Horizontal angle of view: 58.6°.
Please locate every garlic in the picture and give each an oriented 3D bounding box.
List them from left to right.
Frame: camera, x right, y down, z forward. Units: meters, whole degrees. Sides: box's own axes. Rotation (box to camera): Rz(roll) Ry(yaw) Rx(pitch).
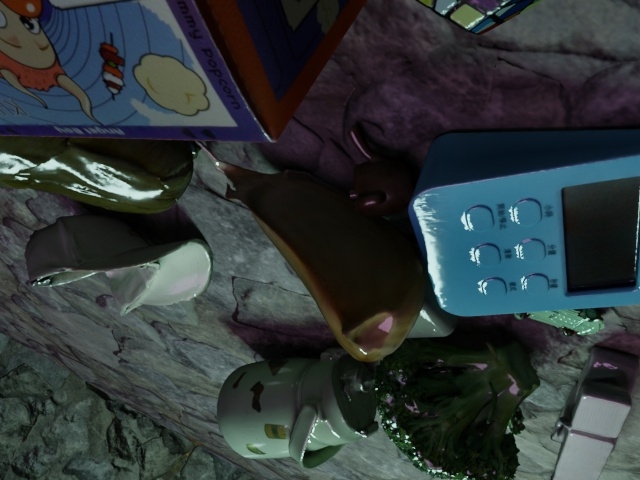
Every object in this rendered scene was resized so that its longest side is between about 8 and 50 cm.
[{"bbox_3d":[0.001,-0.005,0.704,0.338,0.151,0.196,51,-166,28],"label":"garlic"}]

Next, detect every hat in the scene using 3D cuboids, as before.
[{"bbox_3d":[-0.349,0.019,1.033,0.301,0.168,0.258,-11,159,12],"label":"hat"}]

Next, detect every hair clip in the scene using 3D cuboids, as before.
[{"bbox_3d":[0.417,0.287,0.883,0.085,0.101,0.331,16,143,22],"label":"hair clip"}]

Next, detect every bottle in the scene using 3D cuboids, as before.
[{"bbox_3d":[-0.024,0.342,1.168,0.351,0.229,0.229,-19,126,38],"label":"bottle"}]

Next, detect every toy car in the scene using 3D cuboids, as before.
[{"bbox_3d":[0.307,0.090,0.743,0.121,0.035,0.059,18,147,-1],"label":"toy car"}]

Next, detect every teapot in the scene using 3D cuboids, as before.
[{"bbox_3d":[0.063,-0.079,0.652,0.080,0.085,0.111,-11,108,21],"label":"teapot"}]

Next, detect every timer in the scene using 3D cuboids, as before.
[{"bbox_3d":[0.240,-0.005,0.615,0.249,0.091,0.232,1,138,29],"label":"timer"}]

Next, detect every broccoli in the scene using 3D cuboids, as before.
[{"bbox_3d":[0.208,0.244,0.878,0.241,0.261,0.269,-36,73,30],"label":"broccoli"}]

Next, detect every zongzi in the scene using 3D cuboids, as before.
[{"bbox_3d":[-0.325,-0.096,0.626,0.356,0.393,0.174,39,126,-25],"label":"zongzi"}]

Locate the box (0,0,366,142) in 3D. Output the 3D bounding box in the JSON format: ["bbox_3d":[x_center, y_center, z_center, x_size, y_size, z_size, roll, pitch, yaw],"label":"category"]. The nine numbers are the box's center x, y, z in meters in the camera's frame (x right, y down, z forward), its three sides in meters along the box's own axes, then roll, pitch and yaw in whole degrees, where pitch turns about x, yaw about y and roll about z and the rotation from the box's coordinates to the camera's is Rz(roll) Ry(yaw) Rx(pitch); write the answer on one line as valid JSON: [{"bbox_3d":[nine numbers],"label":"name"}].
[{"bbox_3d":[-0.179,-0.261,0.406,0.348,0.257,0.319,7,143,27],"label":"box"}]

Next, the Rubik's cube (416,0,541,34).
[{"bbox_3d":[0.114,-0.211,0.398,0.133,0.133,0.112,-25,94,50],"label":"Rubik's cube"}]

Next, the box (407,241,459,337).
[{"bbox_3d":[0.114,0.078,0.802,0.172,0.093,0.124,-15,132,46],"label":"box"}]
